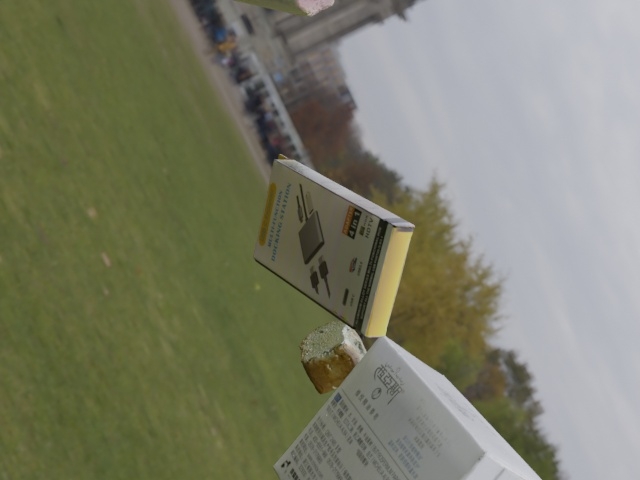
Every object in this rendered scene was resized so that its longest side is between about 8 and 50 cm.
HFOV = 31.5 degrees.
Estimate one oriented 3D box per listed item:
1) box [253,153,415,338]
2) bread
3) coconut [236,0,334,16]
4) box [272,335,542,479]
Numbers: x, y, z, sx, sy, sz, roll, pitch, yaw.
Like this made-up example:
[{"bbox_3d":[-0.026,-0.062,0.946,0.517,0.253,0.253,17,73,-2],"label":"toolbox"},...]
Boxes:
[{"bbox_3d":[0.000,0.000,1.249,0.247,0.033,0.129,31,-65,47],"label":"box"},{"bbox_3d":[0.020,0.162,1.578,0.070,0.083,0.077,60,16,-24],"label":"bread"},{"bbox_3d":[-0.079,-0.504,1.901,0.233,0.245,0.233,-168,-90,-86],"label":"coconut"},{"bbox_3d":[0.087,0.253,1.188,0.116,0.203,0.274,36,4,-27],"label":"box"}]
